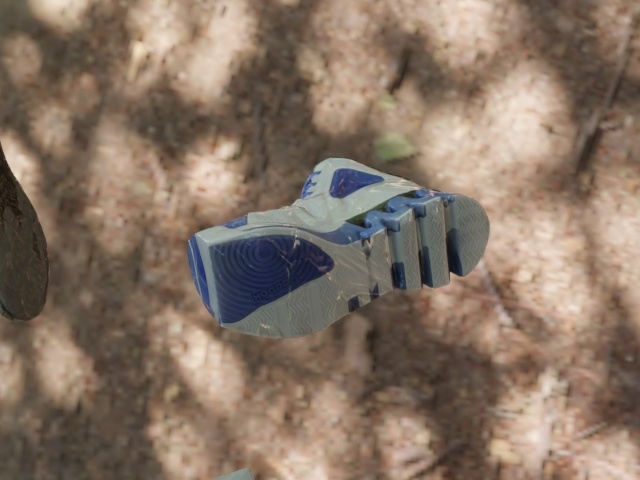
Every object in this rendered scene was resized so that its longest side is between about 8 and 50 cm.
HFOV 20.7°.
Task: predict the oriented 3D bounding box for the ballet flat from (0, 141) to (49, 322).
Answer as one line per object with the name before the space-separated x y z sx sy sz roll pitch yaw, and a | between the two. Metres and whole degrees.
ballet flat | -0.309 -0.041 1.581 0.058 0.084 0.250 -24 81 29

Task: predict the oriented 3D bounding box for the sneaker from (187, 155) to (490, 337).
sneaker | 0.001 0.000 1.860 0.182 0.315 0.127 -143 45 -59

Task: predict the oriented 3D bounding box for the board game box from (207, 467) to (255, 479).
board game box | -0.114 0.342 1.573 0.303 0.097 0.224 -30 85 58
